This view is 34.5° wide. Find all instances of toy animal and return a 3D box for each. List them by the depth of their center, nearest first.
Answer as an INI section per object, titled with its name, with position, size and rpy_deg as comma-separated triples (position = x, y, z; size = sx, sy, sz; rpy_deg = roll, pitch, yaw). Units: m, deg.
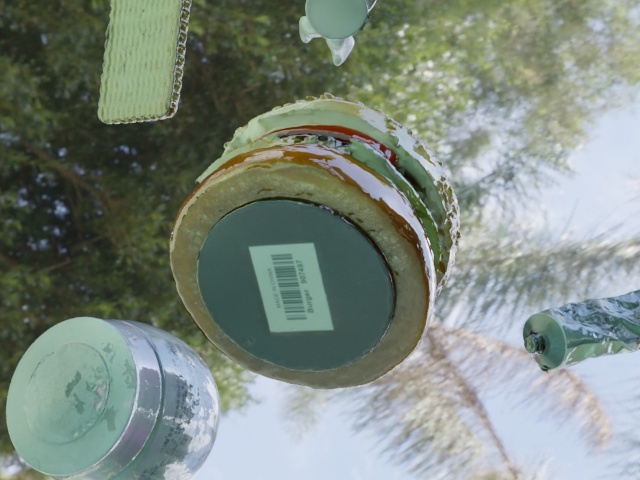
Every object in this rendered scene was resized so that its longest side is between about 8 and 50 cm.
[toy animal]
position = 0.025, -0.378, 1.714
size = 0.221, 0.104, 0.130
rpy_deg = -155, -92, -85

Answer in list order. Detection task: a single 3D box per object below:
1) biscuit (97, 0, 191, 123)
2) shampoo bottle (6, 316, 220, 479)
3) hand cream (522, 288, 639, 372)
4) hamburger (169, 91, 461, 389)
[biscuit]
position = -0.250, -0.296, 1.485
size = 0.172, 0.029, 0.254
rpy_deg = 1, -96, 43
[shampoo bottle]
position = -0.304, 0.254, 1.551
size = 0.273, 0.266, 0.273
rpy_deg = -11, -115, 25
[hand cream]
position = 0.282, 0.065, 0.948
size = 0.075, 0.248, 0.052
rpy_deg = 29, -53, 52
[hamburger]
position = 0.000, 0.000, 1.246
size = 0.330, 0.250, 0.330
rpy_deg = 6, -58, 10
